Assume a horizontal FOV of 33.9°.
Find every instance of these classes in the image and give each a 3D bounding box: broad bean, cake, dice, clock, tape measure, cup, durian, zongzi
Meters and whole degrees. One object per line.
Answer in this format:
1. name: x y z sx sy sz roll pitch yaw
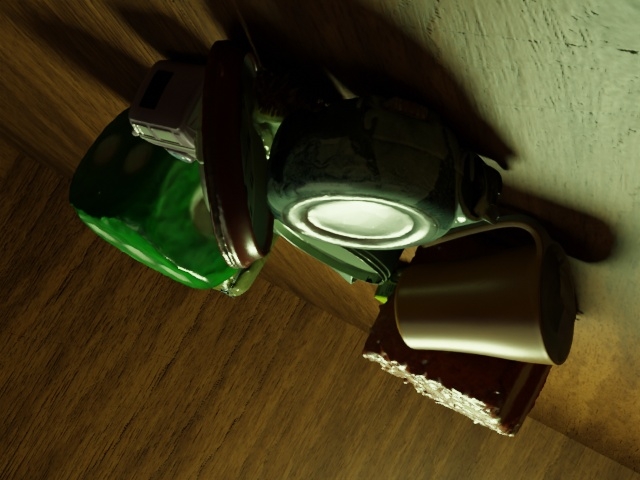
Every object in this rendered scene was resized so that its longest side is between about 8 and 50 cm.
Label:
1. broad bean: 0.178 0.085 2.324 0.070 0.048 0.213 34 166 -18
2. cake: 0.265 0.163 1.820 0.270 0.269 0.319 24 168 28
3. dice: -0.294 -0.092 2.089 0.300 0.287 0.297 17 165 48
4. clock: -0.124 -0.118 1.462 0.080 0.318 0.318 -4 165 5
5. tape measure: 0.065 -0.084 1.380 0.275 0.147 0.256 23 154 -38
6. cup: 0.248 0.075 1.565 0.264 0.182 0.226 -4 109 29
7. durian: -0.048 -0.155 1.493 0.144 0.139 0.252 33 155 18
8. zongzi: -0.237 -0.028 2.382 0.274 0.251 0.125 33 155 -11

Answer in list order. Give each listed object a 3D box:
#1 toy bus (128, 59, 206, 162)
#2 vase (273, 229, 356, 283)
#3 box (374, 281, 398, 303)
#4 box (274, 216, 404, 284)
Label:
1. toy bus: -0.208 -0.209 1.694 0.142 0.142 0.202 31 171 -41
2. vase: 0.000 0.000 2.302 0.219 0.096 0.096 31 171 13
3. box: 0.293 0.157 2.222 0.335 0.047 0.187 8 160 47
4. box: 0.046 -0.043 1.766 0.226 0.149 0.226 28 169 6
